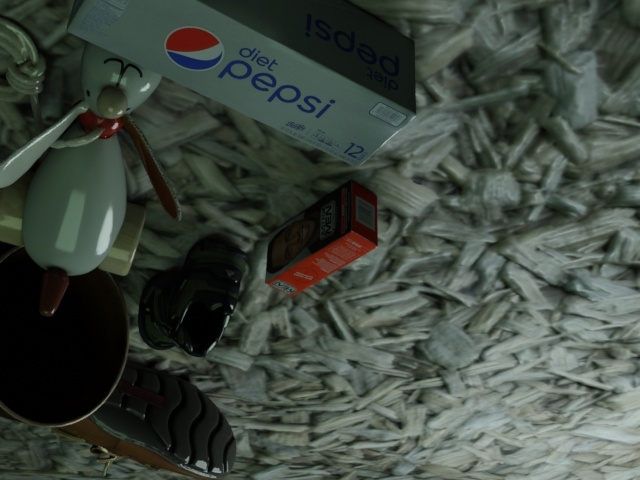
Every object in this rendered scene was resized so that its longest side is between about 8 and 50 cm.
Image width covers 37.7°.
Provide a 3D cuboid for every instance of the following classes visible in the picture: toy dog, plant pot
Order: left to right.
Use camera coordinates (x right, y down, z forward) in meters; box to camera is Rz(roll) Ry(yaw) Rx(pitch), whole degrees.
[{"bbox_3d":[-0.389,0.117,1.133,0.230,0.215,0.215,-9,144,37],"label":"plant pot"},{"bbox_3d":[-0.241,-0.047,0.916,0.220,0.161,0.333,2,144,0],"label":"toy dog"}]

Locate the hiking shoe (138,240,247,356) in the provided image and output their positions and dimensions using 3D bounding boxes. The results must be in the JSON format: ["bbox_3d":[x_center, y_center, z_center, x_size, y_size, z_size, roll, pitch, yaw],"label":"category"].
[{"bbox_3d":[-0.168,0.094,1.141,0.086,0.114,0.227,21,140,-22],"label":"hiking shoe"}]

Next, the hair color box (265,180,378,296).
[{"bbox_3d":[0.000,0.000,1.041,0.043,0.072,0.141,29,135,-32],"label":"hair color box"}]

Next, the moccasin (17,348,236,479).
[{"bbox_3d":[-0.288,0.257,1.352,0.380,0.139,0.147,25,144,-32],"label":"moccasin"}]

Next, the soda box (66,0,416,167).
[{"bbox_3d":[-0.056,-0.173,0.788,0.286,0.098,0.091,23,140,-25],"label":"soda box"}]
